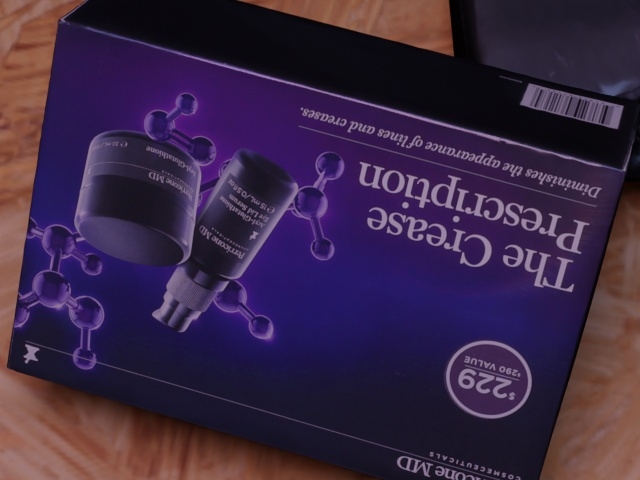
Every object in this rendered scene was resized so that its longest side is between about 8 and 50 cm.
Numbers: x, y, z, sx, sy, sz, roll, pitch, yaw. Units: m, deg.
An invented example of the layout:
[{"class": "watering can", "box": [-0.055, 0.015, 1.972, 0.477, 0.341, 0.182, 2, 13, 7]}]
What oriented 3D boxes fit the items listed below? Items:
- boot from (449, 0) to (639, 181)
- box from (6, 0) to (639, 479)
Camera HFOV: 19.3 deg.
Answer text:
[{"class": "boot", "box": [0.239, -0.252, 1.023, 0.367, 0.146, 0.445, -8, 60, 9]}, {"class": "box", "box": [0.000, 0.000, 0.892, 0.261, 0.184, 0.103, 15, 26, 8]}]
